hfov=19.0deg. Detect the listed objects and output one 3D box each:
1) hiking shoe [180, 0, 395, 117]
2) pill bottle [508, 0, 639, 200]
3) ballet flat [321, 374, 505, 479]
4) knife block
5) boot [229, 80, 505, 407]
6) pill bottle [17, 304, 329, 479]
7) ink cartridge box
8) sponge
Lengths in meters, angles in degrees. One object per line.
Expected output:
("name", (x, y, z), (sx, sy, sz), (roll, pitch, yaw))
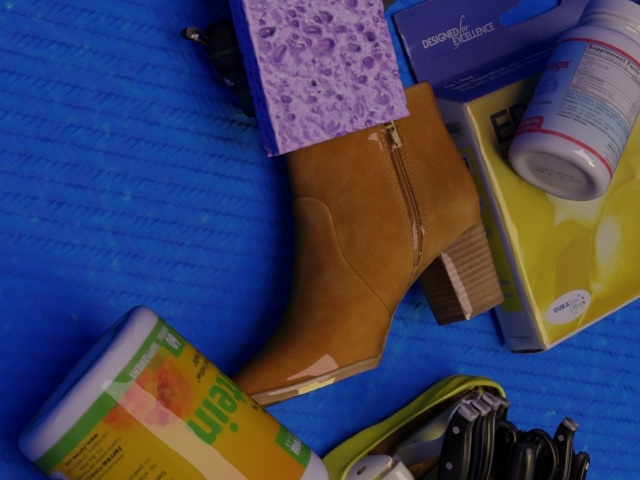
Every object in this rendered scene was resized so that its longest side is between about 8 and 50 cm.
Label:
("hiking shoe", (-0.010, -0.207, 1.506), (0.114, 0.086, 0.227), (49, 63, -26))
("pill bottle", (0.222, -0.119, 1.583), (0.087, 0.087, 0.160), (38, 65, -27))
("ballet flat", (0.064, 0.178, 1.534), (0.231, 0.077, 0.077), (-36, 99, -31))
("knife block", (0.121, 0.267, 1.502), (0.275, 0.088, 0.242), (-58, 145, -23))
("boot", (0.001, 0.000, 1.505), (0.295, 0.104, 0.211), (-24, 91, -31))
("pill bottle", (-0.081, 0.173, 1.363), (0.246, 0.136, 0.136), (42, 64, -8))
("ink cartridge box", (0.237, -0.099, 1.684), (0.304, 0.072, 0.307), (-25, 103, -33))
("sponge", (-0.010, -0.179, 1.452), (0.117, 0.031, 0.210), (-16, 97, -23))
